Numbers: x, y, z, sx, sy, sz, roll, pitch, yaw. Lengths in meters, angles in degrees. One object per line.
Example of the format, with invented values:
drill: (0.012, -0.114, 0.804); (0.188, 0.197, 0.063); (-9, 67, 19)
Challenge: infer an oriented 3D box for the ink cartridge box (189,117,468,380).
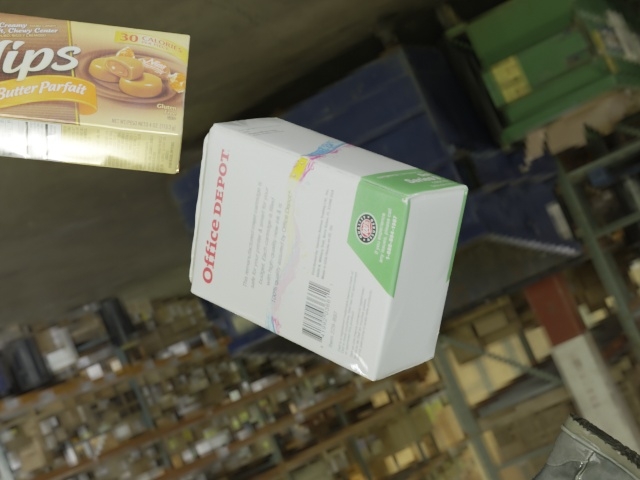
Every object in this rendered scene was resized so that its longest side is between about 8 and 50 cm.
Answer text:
ink cartridge box: (0.000, 0.000, 1.031); (0.212, 0.154, 0.093); (21, -158, 34)

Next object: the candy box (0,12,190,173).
candy box: (-0.334, -0.195, 1.631); (0.316, 0.183, 0.088); (5, 142, -7)

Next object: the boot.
boot: (0.302, 0.330, 1.447); (0.076, 0.189, 0.209); (18, 104, -55)
